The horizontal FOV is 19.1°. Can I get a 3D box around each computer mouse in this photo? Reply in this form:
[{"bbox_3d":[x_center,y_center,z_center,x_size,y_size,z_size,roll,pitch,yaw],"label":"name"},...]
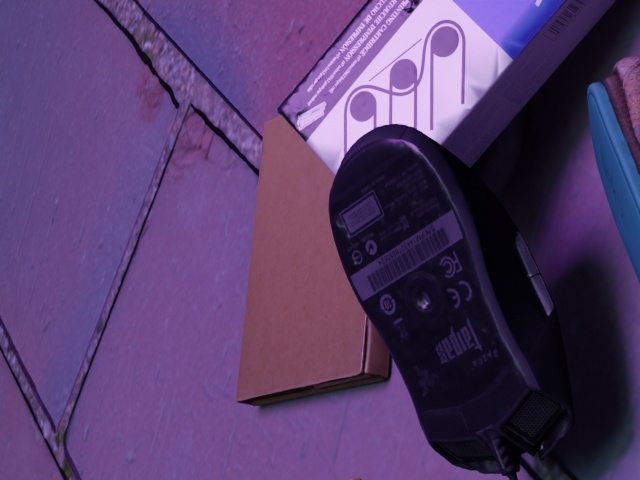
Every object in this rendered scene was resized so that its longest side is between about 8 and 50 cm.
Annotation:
[{"bbox_3d":[0.068,0.078,0.994,0.184,0.060,0.262,-42,69,43],"label":"computer mouse"}]

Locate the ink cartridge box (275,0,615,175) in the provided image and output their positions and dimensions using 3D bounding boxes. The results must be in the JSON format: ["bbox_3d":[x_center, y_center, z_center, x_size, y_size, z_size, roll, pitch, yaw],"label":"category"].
[{"bbox_3d":[0.077,-0.114,1.031,0.207,0.046,0.097,-50,60,14],"label":"ink cartridge box"}]

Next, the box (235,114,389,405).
[{"bbox_3d":[0.000,0.000,1.236,0.164,0.021,0.201,-19,62,57],"label":"box"}]

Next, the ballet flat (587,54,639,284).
[{"bbox_3d":[0.187,0.032,0.791,0.107,0.106,0.316,79,-176,-51],"label":"ballet flat"}]

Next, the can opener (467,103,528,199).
[{"bbox_3d":[0.082,-0.144,1.120,0.093,0.074,0.280,-6,72,25],"label":"can opener"}]
